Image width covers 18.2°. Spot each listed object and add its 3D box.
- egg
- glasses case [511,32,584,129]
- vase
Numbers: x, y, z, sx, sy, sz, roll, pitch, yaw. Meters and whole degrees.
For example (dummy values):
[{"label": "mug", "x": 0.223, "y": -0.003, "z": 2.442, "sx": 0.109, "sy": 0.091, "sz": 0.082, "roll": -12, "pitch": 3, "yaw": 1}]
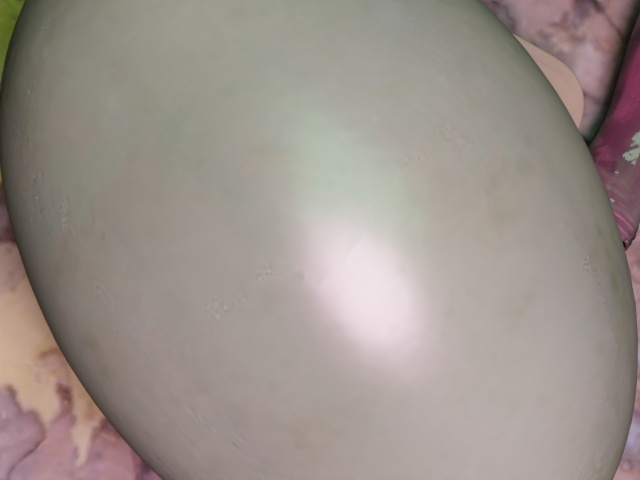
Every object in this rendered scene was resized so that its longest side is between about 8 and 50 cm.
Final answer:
[{"label": "egg", "x": 0.000, "y": 0.000, "z": 0.993, "sx": 0.276, "sy": 0.276, "sz": 0.389, "roll": -38, "pitch": 92, "yaw": -18}, {"label": "glasses case", "x": 0.056, "y": -0.100, "z": 1.145, "sx": 0.196, "sy": 0.050, "sz": 0.083, "roll": 26, "pitch": 72, "yaw": -8}, {"label": "vase", "x": 0.207, "y": -0.097, "z": 1.171, "sx": 0.086, "sy": 0.086, "sz": 0.214, "roll": 33, "pitch": 78, "yaw": -6}]
